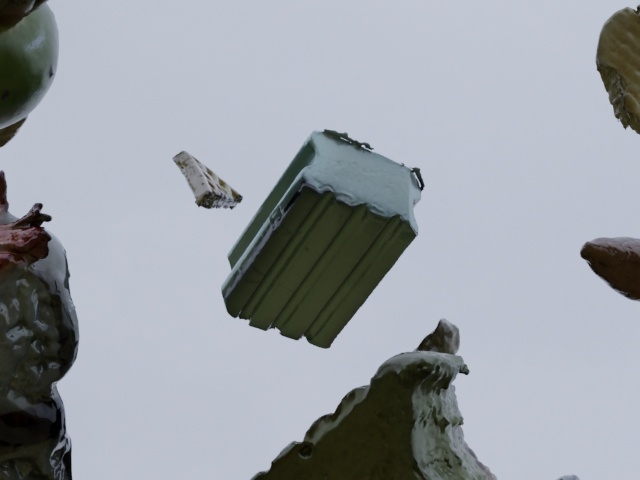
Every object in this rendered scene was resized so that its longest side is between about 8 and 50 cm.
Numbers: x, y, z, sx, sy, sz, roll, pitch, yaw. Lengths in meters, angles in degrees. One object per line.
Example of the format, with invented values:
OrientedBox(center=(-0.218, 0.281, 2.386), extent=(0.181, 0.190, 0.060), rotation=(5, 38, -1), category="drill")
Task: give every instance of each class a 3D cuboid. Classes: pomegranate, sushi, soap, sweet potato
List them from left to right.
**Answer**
OrientedBox(center=(-0.338, -0.203, 1.564), extent=(0.202, 0.202, 0.248), rotation=(30, -44, -20), category="pomegranate")
OrientedBox(center=(-0.252, 0.120, 1.252), extent=(0.124, 0.130, 0.332), rotation=(25, -59, 50), category="sushi")
OrientedBox(center=(0.000, 0.000, 1.807), extent=(0.150, 0.094, 0.261), rotation=(19, -42, -17), category="soap")
OrientedBox(center=(0.279, 0.034, 1.337), extent=(0.202, 0.055, 0.058), rotation=(27, -2, -44), category="sweet potato")

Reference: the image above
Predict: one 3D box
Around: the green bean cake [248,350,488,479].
OrientedBox(center=(0.085, 0.229, 1.290), extent=(0.233, 0.236, 0.124), rotation=(-42, -19, 23), category="green bean cake")

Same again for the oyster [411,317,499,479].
OrientedBox(center=(0.099, 0.293, 1.717), extent=(0.204, 0.396, 0.111), rotation=(-19, -21, 13), category="oyster")

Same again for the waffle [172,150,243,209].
OrientedBox(center=(-0.110, -0.045, 1.772), extent=(0.097, 0.153, 0.023), rotation=(39, -84, -24), category="waffle")

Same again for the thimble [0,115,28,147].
OrientedBox(center=(-0.461, -0.210, 2.017), extent=(0.196, 0.148, 0.229), rotation=(3, -35, -22), category="thimble")

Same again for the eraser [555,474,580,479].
OrientedBox(center=(0.082, 0.283, 0.994), extent=(0.111, 0.352, 0.077), rotation=(54, -25, -2), category="eraser")

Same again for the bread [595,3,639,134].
OrientedBox(center=(0.337, -0.098, 1.264), extent=(0.181, 0.251, 0.039), rotation=(-30, -15, -2), category="bread")
